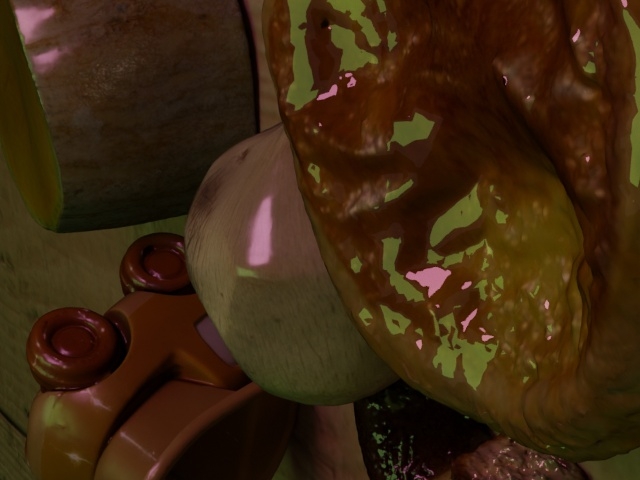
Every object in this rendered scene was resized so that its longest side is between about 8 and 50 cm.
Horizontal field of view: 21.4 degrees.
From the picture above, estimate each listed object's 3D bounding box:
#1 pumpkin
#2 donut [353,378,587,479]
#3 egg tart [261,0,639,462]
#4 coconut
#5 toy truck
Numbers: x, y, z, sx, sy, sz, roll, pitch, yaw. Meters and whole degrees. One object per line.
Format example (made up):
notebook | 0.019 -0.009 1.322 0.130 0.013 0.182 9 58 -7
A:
pumpkin | -0.210 -0.169 1.563 0.332 0.199 0.332 38 134 53
donut | 0.099 0.173 1.236 0.217 0.085 0.141 35 135 52
egg tart | 0.123 -0.106 0.905 0.443 0.178 0.443 39 136 52
coconut | 0.000 0.000 1.210 0.224 0.224 0.224 44 142 49
toy truck | -0.153 0.152 1.567 0.212 0.288 0.204 33 138 21
